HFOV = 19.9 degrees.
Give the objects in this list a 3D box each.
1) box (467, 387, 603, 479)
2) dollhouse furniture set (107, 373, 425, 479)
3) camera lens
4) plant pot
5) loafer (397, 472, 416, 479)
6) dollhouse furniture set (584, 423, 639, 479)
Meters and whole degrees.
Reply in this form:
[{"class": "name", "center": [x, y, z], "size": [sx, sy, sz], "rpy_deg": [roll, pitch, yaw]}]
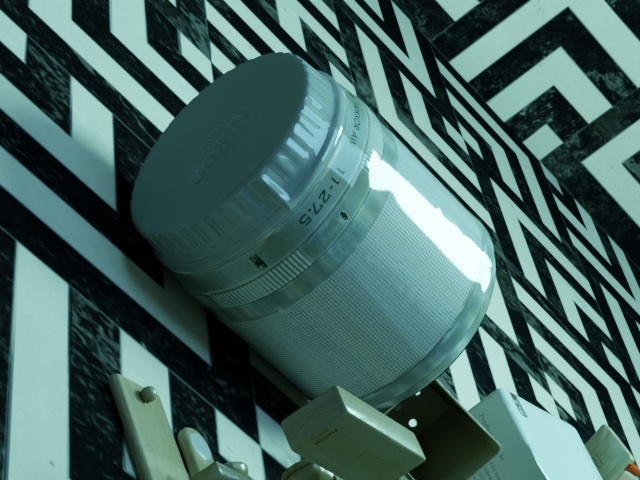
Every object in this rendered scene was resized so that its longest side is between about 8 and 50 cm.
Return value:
[{"class": "box", "center": [0.204, 0.264, 1.761], "size": [0.182, 0.119, 0.181], "rpy_deg": [30, 28, -52]}, {"class": "dollhouse furniture set", "center": [-0.039, 0.130, 1.322], "size": [0.144, 0.151, 0.123], "rpy_deg": [36, 23, -50]}, {"class": "camera lens", "center": [0.000, 0.000, 1.570], "size": [0.274, 0.219, 0.219], "rpy_deg": [43, 19, -29]}, {"class": "plant pot", "center": [0.081, 0.172, 1.660], "size": [0.109, 0.109, 0.096], "rpy_deg": [46, 5, -22]}, {"class": "loafer", "center": [0.060, 0.224, 1.576], "size": [0.148, 0.056, 0.050], "rpy_deg": [58, 13, -20]}, {"class": "dollhouse furniture set", "center": [0.353, 0.320, 1.933], "size": [0.259, 0.135, 0.262], "rpy_deg": [35, 11, -28]}]
